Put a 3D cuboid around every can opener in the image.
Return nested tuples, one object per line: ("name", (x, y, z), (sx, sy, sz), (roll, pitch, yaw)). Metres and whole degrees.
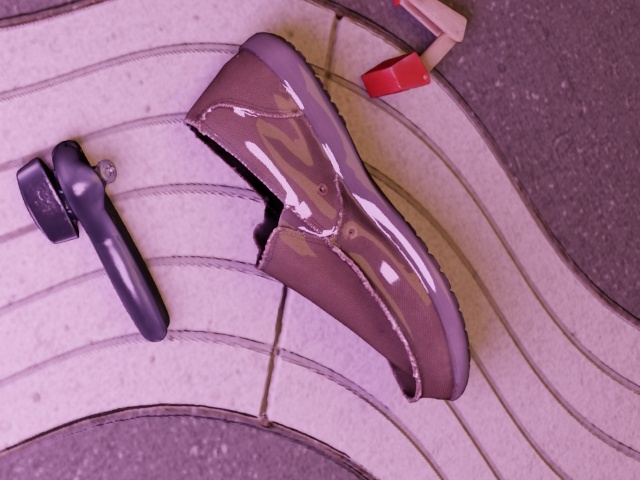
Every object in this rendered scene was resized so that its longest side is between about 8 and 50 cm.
("can opener", (-0.175, 0.001, 1.422), (0.186, 0.073, 0.059), (58, 17, -18))

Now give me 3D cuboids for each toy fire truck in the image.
("toy fire truck", (0.102, -0.229, 1.657), (0.192, 0.047, 0.135), (-31, 102, -36))

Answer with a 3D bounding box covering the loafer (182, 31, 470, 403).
("loafer", (0.000, 0.000, 1.517), (0.130, 0.134, 0.366), (-33, 94, -11))
